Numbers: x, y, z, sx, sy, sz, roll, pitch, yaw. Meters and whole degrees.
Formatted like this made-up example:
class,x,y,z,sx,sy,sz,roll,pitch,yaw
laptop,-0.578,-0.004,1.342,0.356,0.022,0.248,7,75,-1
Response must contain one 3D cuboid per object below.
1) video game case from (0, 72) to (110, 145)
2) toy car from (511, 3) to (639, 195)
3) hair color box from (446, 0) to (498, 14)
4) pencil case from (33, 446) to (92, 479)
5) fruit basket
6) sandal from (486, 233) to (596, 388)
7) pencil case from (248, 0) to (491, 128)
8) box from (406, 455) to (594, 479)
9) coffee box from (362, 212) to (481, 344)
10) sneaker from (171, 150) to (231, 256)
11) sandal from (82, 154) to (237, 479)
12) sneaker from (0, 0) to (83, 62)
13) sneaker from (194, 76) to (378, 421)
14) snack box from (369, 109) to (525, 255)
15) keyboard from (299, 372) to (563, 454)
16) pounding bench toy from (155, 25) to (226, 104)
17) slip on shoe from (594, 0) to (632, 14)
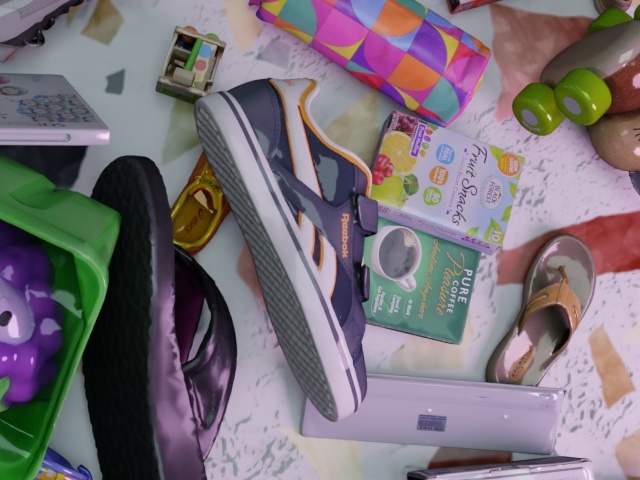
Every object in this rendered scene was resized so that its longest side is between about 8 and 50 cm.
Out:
class,x,y,z,sx,sy,sz,roll,pitch,yaw
video game case,-0.282,-0.121,1.305,0.143,0.157,0.019,-2,115,-27
toy car,0.315,-0.120,1.428,0.155,0.149,0.188,-43,103,-21
hair color box,0.191,-0.286,1.465,0.141,0.043,0.072,-16,87,-11
pencil case,-0.294,0.328,1.286,0.133,0.119,0.306,18,82,-7
fruit basket,-0.377,0.064,1.160,0.392,0.392,0.283,22,116,-6
sandal,0.224,0.079,1.430,0.072,0.049,0.180,30,81,-4
pencil case,0.050,-0.205,1.408,0.236,0.104,0.104,32,80,-5
box,0.185,0.358,1.376,0.169,0.087,0.290,-6,86,-9
coffee box,0.060,0.030,1.413,0.184,0.040,0.113,13,82,-7
sneaker,-0.095,-0.060,1.385,0.064,0.067,0.175,26,79,-4
sandal,-0.141,0.143,1.331,0.107,0.167,0.446,-8,93,-35
sneaker,-0.270,-0.234,1.368,0.271,0.100,0.108,-16,98,-5
sneaker,0.000,0.000,1.323,0.127,0.126,0.321,-21,93,-19
snack box,0.118,-0.056,1.400,0.141,0.037,0.100,20,70,-5
keyboard,0.110,0.169,1.410,0.256,0.014,0.072,5,112,-8
pounding bench toy,-0.123,-0.173,1.382,0.052,0.083,0.065,18,82,-7
slip on shoe,0.295,-0.299,1.483,0.051,0.041,0.135,-7,86,-10
